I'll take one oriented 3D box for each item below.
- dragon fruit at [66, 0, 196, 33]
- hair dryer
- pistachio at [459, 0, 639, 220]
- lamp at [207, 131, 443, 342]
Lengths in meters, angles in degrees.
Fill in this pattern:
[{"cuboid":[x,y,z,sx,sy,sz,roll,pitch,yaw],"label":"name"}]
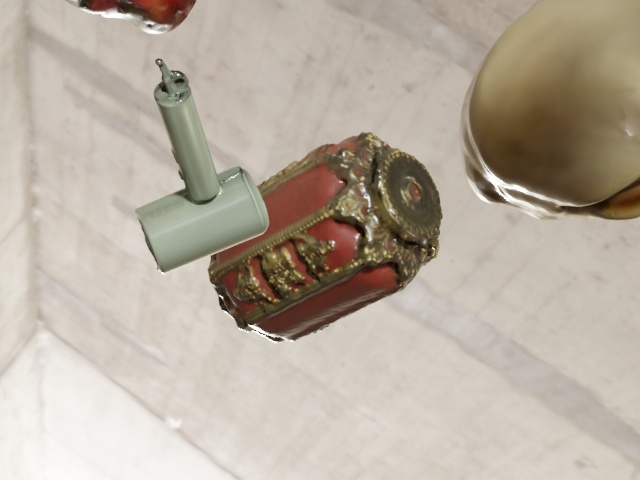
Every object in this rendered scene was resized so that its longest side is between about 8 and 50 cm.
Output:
[{"cuboid":[-0.081,-0.254,0.654,0.302,0.231,0.237,-11,-54,41],"label":"dragon fruit"},{"cuboid":[-0.067,-0.038,0.546,0.038,0.063,0.124,58,-13,39],"label":"hair dryer"},{"cuboid":[0.355,-0.189,1.370,0.281,0.365,0.445,29,-52,-33],"label":"pistachio"},{"cuboid":[0.000,0.000,1.178,0.177,0.177,0.274,44,-47,-18],"label":"lamp"}]
